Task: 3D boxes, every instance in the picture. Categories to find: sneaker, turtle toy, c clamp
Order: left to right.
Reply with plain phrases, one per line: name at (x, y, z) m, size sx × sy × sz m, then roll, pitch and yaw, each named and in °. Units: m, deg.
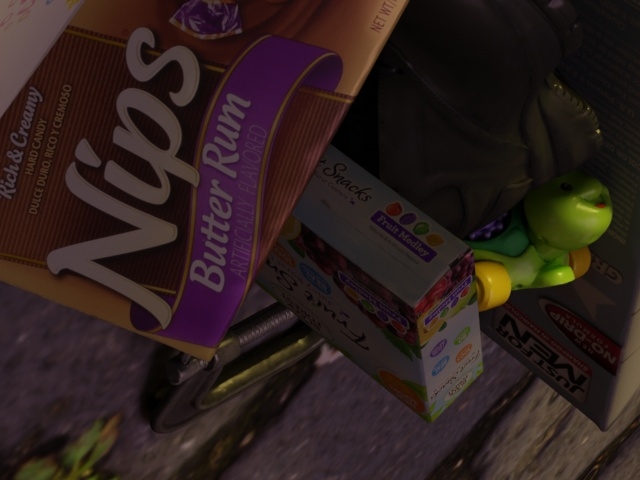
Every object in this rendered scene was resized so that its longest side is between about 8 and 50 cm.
c clamp at (-0.021, 0.044, 0.819) m, size 0.161 × 0.022 × 0.137 m, roll -25°, pitch 158°, yaw -45°
sneaker at (0.038, -0.061, 0.718) m, size 0.130 × 0.109 × 0.286 m, roll -43°, pitch 152°, yaw -2°
turtle toy at (0.094, -0.004, 0.881) m, size 0.095 × 0.130 × 0.066 m, roll -16°, pitch 98°, yaw -45°

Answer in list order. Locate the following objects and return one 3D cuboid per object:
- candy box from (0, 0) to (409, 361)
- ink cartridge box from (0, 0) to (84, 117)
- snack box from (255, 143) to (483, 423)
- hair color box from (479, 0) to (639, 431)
candy box at (-0.046, -0.062, 0.573) m, size 0.109 × 0.053 × 0.186 m, roll 23°, pitch 109°, yaw -20°
ink cartridge box at (-0.099, -0.120, 0.341) m, size 0.353 × 0.119 × 0.207 m, roll -54°, pitch 172°, yaw 6°
snack box at (0.000, 0.000, 0.686) m, size 0.037 × 0.141 × 0.100 m, roll -44°, pitch 153°, yaw -16°
hair color box at (0.193, -0.078, 0.927) m, size 0.185 × 0.114 × 0.374 m, roll -38°, pitch 151°, yaw -24°
